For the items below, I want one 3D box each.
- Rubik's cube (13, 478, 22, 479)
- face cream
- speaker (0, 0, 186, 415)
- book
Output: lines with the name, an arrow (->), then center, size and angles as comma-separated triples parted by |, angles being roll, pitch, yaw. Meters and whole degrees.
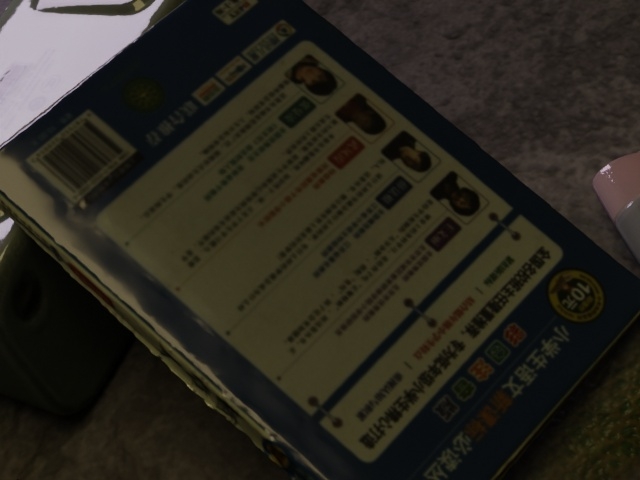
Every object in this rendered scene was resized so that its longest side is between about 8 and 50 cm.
Rubik's cube -> -0.221, 0.286, 0.960 | 0.207, 0.205, 0.205 | -35, 89, -10
face cream -> 0.282, 0.009, 1.167 | 0.084, 0.057, 0.198 | -17, 50, -10
speaker -> -0.215, -0.067, 1.304 | 0.184, 0.183, 0.406 | 9, 55, 29
book -> 0.000, 0.000, 1.149 | 0.428, 0.039, 0.300 | 42, 63, 12
